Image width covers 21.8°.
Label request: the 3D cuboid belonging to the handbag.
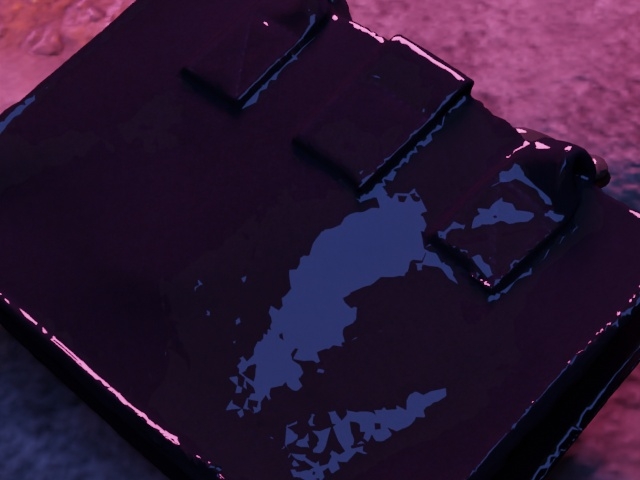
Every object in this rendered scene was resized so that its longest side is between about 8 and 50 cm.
[{"bbox_3d":[0.000,0.000,0.809,0.325,0.118,0.269,38,75,29],"label":"handbag"}]
